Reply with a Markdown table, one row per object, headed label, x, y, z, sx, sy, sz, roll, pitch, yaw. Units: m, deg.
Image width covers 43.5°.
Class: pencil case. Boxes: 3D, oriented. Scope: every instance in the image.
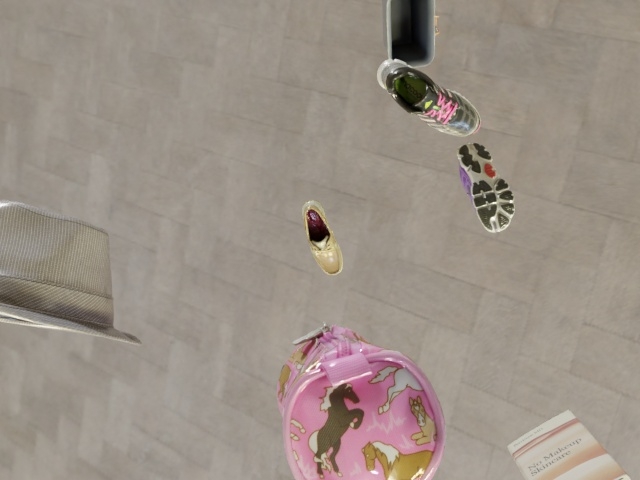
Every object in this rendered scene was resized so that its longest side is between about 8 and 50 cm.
| label | x | y | z | sx | sy | sz | roll | pitch | yaw |
| --- | --- | --- | --- | --- | --- | --- | --- | --- | --- |
| pencil case | 0.030 | 0.186 | 0.895 | 0.167 | 0.386 | 0.160 | 38 | 85 | -1 |

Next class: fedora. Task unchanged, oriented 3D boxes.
| label | x | y | z | sx | sy | sz | roll | pitch | yaw |
| --- | --- | --- | --- | --- | --- | --- | --- | --- | --- |
| fedora | -0.317 | 0.031 | 0.877 | 0.275 | 0.243 | 0.124 | 2 | 77 | 35 |

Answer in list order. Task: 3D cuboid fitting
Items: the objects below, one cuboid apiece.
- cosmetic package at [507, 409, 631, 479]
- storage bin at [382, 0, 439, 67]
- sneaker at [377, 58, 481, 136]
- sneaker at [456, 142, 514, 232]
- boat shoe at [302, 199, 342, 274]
| label | x | y | z | sx | sy | sz | roll | pitch | yaw |
| --- | --- | --- | --- | --- | --- | --- | --- | --- | --- |
| cosmetic package | 0.455 | 0.434 | 1.420 | 0.153 | 0.296 | 0.129 | -33 | 96 | 3 |
| storage bin | 0.152 | -0.382 | 1.404 | 0.091 | 0.098 | 0.135 | -111 | 14 | -57 |
| sneaker | 0.156 | -0.198 | 1.149 | 0.170 | 0.075 | 0.063 | 32 | 109 | -10 |
| sneaker | 0.275 | -0.084 | 1.344 | 0.068 | 0.071 | 0.170 | -11 | 61 | -3 |
| boat shoe | 0.000 | 0.000 | 1.352 | 0.050 | 0.045 | 0.135 | -22 | 101 | 9 |
